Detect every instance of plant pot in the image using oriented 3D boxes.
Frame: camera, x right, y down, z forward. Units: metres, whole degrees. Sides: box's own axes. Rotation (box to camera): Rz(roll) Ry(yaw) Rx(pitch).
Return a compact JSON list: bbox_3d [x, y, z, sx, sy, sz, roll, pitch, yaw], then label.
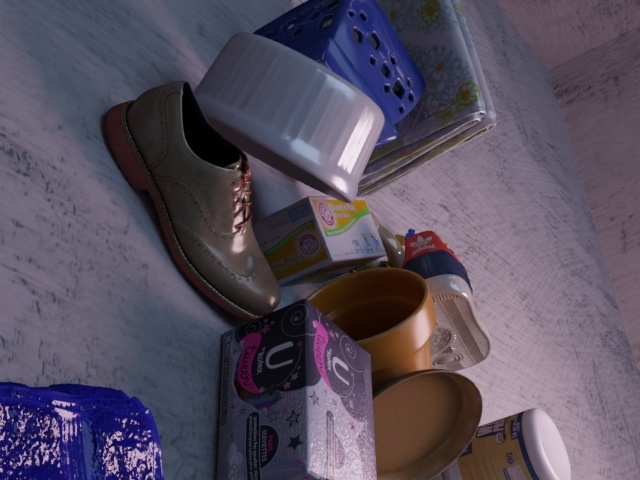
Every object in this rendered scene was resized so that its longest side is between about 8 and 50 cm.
[{"bbox_3d":[0.008,-0.247,1.764,0.236,0.236,0.212,53,34,-25],"label":"plant pot"},{"bbox_3d":[0.082,0.172,1.589,0.205,0.205,0.188,-67,143,-58],"label":"plant pot"},{"bbox_3d":[0.123,0.271,1.547,0.236,0.236,0.032,42,7,-42],"label":"plant pot"}]

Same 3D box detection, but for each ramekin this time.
[{"bbox_3d":[-0.044,-0.175,1.515,0.277,0.135,0.277,29,-1,1],"label":"ramekin"}]

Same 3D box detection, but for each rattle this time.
[{"bbox_3d":[0.045,0.014,1.767,0.143,0.130,0.199,-39,122,-20],"label":"rattle"}]

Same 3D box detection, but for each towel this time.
[{"bbox_3d":[0.131,-0.299,1.941,0.090,0.320,0.374,13,56,-53],"label":"towel"},{"bbox_3d":[-0.251,0.231,0.988,0.308,0.076,0.227,20,50,-58],"label":"towel"}]

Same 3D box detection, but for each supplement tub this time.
[{"bbox_3d":[0.300,0.376,1.807,0.144,0.200,0.144,46,31,-38],"label":"supplement tub"}]

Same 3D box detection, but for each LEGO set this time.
[{"bbox_3d":[0.170,0.025,2.023,0.227,0.093,0.087,15,86,-65],"label":"LEGO set"}]

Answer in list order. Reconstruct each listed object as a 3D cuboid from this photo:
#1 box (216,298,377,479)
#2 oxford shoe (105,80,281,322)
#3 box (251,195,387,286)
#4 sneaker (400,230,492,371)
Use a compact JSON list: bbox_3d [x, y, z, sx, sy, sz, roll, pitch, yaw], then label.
[{"bbox_3d":[-0.028,0.228,1.357,0.163,0.142,0.247,44,32,-40],"label":"box"},{"bbox_3d":[-0.136,-0.044,1.400,0.348,0.130,0.123,56,26,-19],"label":"oxford shoe"},{"bbox_3d":[0.000,0.000,1.653,0.203,0.114,0.103,-4,71,-63],"label":"box"},{"bbox_3d":[0.202,0.103,1.791,0.350,0.131,0.148,73,2,-58],"label":"sneaker"}]
